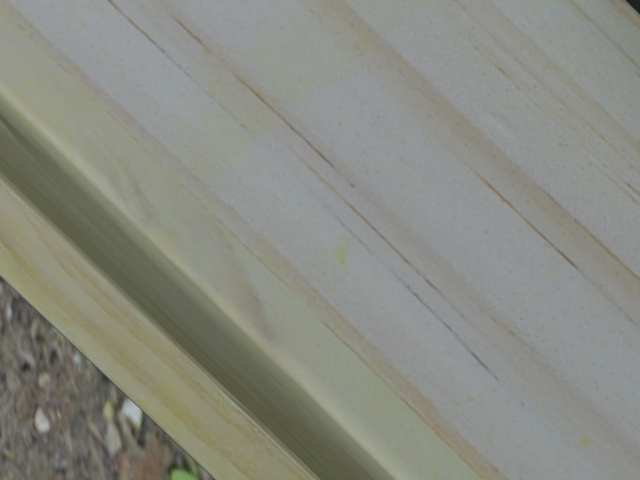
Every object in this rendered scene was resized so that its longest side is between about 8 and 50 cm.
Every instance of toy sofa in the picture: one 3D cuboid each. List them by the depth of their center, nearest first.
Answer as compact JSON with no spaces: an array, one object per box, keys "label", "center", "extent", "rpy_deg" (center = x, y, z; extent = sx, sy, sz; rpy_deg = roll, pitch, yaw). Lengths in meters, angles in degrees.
[{"label":"toy sofa","center":[0.000,0.000,0.480],"extent":[0.362,0.177,0.150],"rpy_deg":[44,169,-2]}]

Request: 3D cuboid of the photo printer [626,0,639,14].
[{"label":"photo printer","center":[0.093,-0.201,0.456],"extent":[0.256,0.107,0.307],"rpy_deg":[-29,75,53]}]
